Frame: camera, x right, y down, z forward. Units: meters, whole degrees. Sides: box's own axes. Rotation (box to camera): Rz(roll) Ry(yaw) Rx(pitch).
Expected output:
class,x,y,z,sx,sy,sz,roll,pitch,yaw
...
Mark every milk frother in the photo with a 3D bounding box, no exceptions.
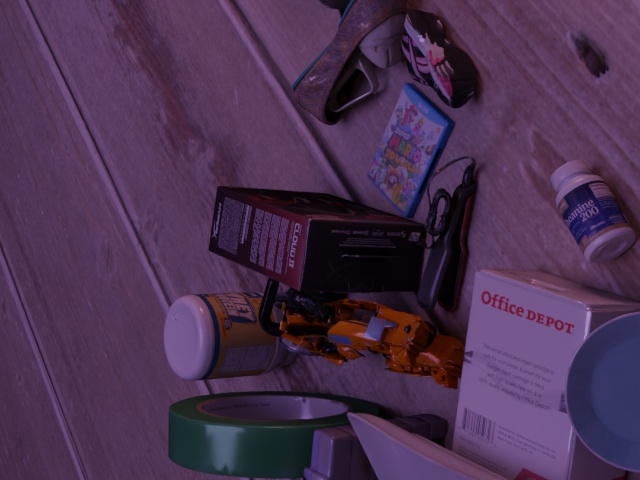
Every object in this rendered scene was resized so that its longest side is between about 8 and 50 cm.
class,x,y,z,sx,sy,sz,roll,pitch,yaw
milk frother,-0.030,0.096,1.947,0.143,0.129,0.135,-59,-17,-72

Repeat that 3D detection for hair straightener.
class,x,y,z,sx,sy,sz,roll,pitch,yaw
hair straightener,0.171,-0.009,1.653,0.047,0.089,0.230,36,119,51

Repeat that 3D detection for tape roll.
class,x,y,z,sx,sy,sz,roll,pitch,yaw
tape roll,-0.069,0.289,1.792,0.321,0.321,0.077,2,91,54

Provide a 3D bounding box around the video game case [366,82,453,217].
class,x,y,z,sx,sy,sz,roll,pitch,yaw
video game case,0.132,-0.135,1.771,0.119,0.015,0.166,51,129,42

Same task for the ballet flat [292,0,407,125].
class,x,y,z,sx,sy,sz,roll,pitch,yaw
ballet flat,0.068,-0.288,1.808,0.106,0.107,0.316,54,140,13

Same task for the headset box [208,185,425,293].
class,x,y,z,sx,sy,sz,roll,pitch,yaw
headset box,0.000,0.000,1.782,0.293,0.218,0.110,21,105,54

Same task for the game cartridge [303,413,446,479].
class,x,y,z,sx,sy,sz,roll,pitch,yaw
game cartridge,0.066,0.431,1.681,0.068,0.230,0.355,15,102,54

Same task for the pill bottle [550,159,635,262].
class,x,y,z,sx,sy,sz,roll,pitch,yaw
pill bottle,0.330,-0.038,1.449,0.067,0.067,0.120,-52,50,41

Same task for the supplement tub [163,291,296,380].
class,x,y,z,sx,sy,sz,roll,pitch,yaw
supplement tub,-0.149,0.160,2.007,0.144,0.199,0.144,1,92,54

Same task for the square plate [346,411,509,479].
class,x,y,z,sx,sy,sz,roll,pitch,yaw
square plate,0.209,0.383,1.511,0.347,0.049,0.344,18,140,53

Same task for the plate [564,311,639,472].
class,x,y,z,sx,sy,sz,roll,pitch,yaw
plate,0.371,0.170,1.341,0.024,0.188,0.188,-49,-33,-79

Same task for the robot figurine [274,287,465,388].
class,x,y,z,sx,sy,sz,roll,pitch,yaw
robot figurine,0.063,0.138,1.710,0.291,0.211,0.085,6,72,44

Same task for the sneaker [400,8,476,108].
class,x,y,z,sx,sy,sz,roll,pitch,yaw
sneaker,0.165,-0.248,1.694,0.077,0.072,0.178,111,149,-45

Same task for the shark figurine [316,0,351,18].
class,x,y,z,sx,sy,sz,roll,pitch,yaw
shark figurine,0.062,-0.446,1.826,0.116,0.166,0.278,-13,54,26

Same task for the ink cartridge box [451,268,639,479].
class,x,y,z,sx,sy,sz,roll,pitch,yaw
ink cartridge box,0.282,0.191,1.474,0.207,0.117,0.283,20,106,53
